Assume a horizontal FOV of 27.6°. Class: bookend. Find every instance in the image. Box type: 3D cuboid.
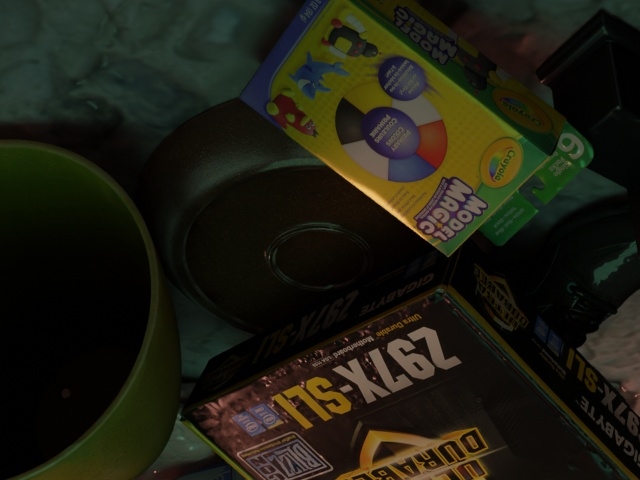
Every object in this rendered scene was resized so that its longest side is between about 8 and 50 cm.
[{"bbox_3d":[0.239,-0.056,0.916,0.157,0.156,0.072,24,136,-24],"label":"bookend"}]

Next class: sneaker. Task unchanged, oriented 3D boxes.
[{"bbox_3d":[0.203,0.070,1.112,0.101,0.106,0.267,27,133,-26],"label":"sneaker"}]

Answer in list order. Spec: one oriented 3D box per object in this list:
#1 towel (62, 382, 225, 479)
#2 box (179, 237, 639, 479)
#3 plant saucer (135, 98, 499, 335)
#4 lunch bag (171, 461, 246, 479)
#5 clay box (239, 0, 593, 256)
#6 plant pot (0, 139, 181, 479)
[{"bbox_3d":[-0.256,0.260,1.379,0.317,0.053,0.332,-2,143,-5],"label":"towel"},{"bbox_3d":[0.076,0.156,1.103,0.322,0.079,0.257,-28,113,39],"label":"box"},{"bbox_3d":[0.000,0.000,1.078,0.311,0.050,0.310,1,140,1],"label":"plant saucer"},{"bbox_3d":[-0.039,0.329,1.388,0.243,0.115,0.303,-19,144,6],"label":"lunch bag"},{"bbox_3d":[0.067,-0.082,0.907,0.222,0.053,0.127,37,134,-3],"label":"clay box"},{"bbox_3d":[-0.225,0.104,1.078,0.275,0.274,0.293,-6,157,8],"label":"plant pot"}]
